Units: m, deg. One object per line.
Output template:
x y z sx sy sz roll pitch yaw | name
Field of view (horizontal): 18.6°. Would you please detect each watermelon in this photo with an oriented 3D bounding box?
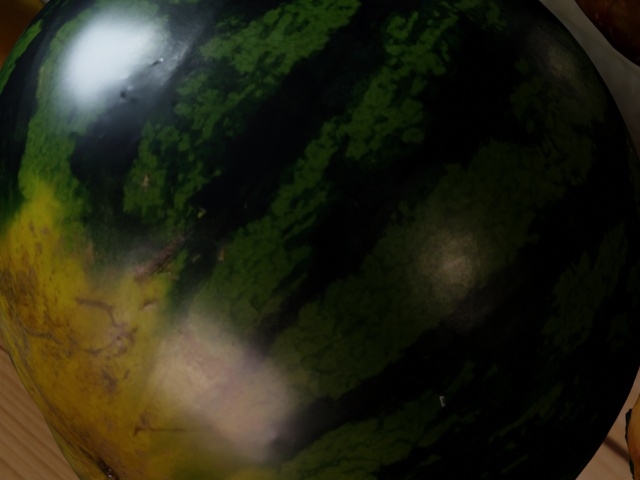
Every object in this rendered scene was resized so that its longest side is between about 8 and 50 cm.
-0.002 0.003 0.734 0.269 0.269 0.269 30 147 22 | watermelon

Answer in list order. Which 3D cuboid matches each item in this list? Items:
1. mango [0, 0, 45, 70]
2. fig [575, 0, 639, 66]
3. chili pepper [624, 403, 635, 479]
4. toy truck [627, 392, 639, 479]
-0.154 -0.074 0.964 0.184 0.085 0.102 40 154 15 | mango
0.133 -0.107 0.579 0.109 0.103 0.154 19 156 -2 | fig
0.166 0.104 0.751 0.088 0.059 0.227 22 171 34 | chili pepper
0.233 0.076 0.586 0.288 0.211 0.204 1 130 54 | toy truck
